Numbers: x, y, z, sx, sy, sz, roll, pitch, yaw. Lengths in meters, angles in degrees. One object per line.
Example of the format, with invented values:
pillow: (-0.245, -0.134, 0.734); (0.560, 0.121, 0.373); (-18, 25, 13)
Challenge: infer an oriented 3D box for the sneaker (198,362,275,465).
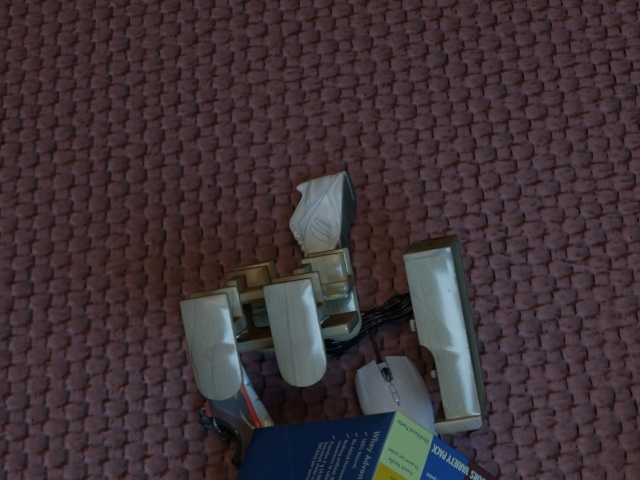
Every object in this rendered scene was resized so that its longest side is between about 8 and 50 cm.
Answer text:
sneaker: (-0.097, 0.149, 1.482); (0.065, 0.061, 0.158); (-29, 61, -4)

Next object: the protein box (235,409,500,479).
protein box: (0.016, 0.269, 1.302); (0.136, 0.201, 0.200); (36, 60, -28)

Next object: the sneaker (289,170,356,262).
sneaker: (0.000, 0.000, 1.568); (0.061, 0.054, 0.152); (-6, 56, 18)

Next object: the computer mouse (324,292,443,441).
computer mouse: (0.071, 0.143, 1.480); (0.106, 0.042, 0.193); (-17, 61, -6)

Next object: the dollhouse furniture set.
dollhouse furniture set: (0.018, 0.098, 1.388); (0.242, 0.212, 0.161); (-10, 95, 10)
